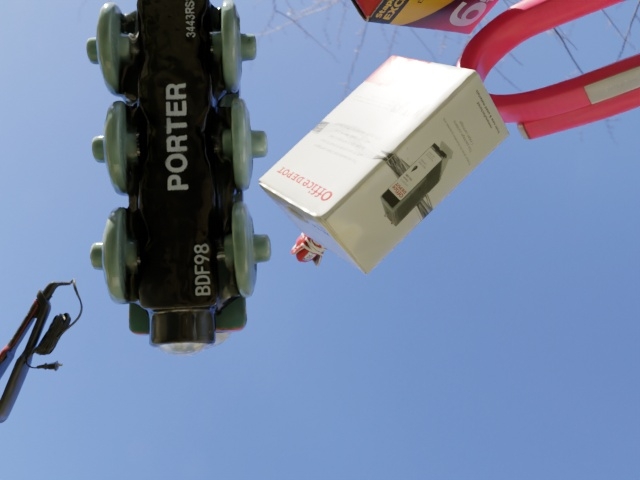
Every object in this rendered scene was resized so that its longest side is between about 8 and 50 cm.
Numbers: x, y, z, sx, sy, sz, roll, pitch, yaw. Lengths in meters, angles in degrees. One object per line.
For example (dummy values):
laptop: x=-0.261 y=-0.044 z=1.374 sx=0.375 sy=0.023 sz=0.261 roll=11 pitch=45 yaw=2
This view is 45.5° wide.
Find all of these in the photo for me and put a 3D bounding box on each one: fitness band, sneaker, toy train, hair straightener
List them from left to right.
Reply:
hair straightener: x=-0.406 y=0.158 z=1.103 sx=0.089 sy=0.047 sz=0.230 roll=25 pitch=-110 yaw=4
toy train: x=-0.116 y=-0.064 z=0.669 sx=0.142 sy=0.190 sz=0.333 roll=-4 pitch=-103 yaw=-3
sneaker: x=0.000 y=0.000 z=0.973 sx=0.042 sy=0.118 sz=0.067 roll=28 pitch=-98 yaw=-16
fitness band: x=0.293 y=-0.217 z=0.854 sx=0.291 sy=0.209 sz=0.054 roll=-15 pitch=-46 yaw=28

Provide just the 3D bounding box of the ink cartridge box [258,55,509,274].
ink cartridge box: x=0.039 y=-0.054 z=0.507 sx=0.135 sy=0.099 sz=0.056 roll=-44 pitch=-57 yaw=-8

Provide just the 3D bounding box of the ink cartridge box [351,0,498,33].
ink cartridge box: x=0.149 y=-0.383 z=0.816 sx=0.309 sy=0.272 sz=0.130 roll=-47 pitch=-116 yaw=40
